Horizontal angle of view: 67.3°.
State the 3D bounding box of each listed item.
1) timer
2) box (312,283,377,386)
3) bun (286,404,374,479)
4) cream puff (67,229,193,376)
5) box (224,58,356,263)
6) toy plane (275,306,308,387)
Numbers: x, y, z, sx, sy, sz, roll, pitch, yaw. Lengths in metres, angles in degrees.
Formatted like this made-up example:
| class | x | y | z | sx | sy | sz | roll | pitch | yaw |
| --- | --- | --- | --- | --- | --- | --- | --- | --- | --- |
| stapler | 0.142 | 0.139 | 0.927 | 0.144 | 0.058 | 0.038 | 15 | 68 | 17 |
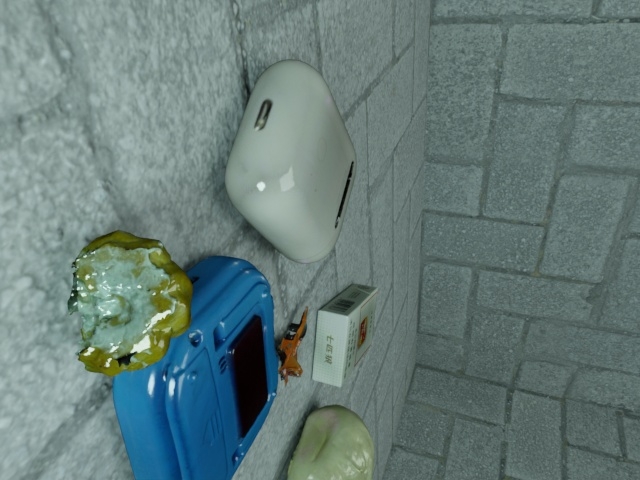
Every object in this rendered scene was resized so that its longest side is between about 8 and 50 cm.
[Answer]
| class | x | y | z | sx | sy | sz | roll | pitch | yaw |
| --- | --- | --- | --- | --- | --- | --- | --- | --- | --- |
| timer | -0.163 | 0.209 | 0.732 | 0.309 | 0.115 | 0.339 | -53 | 146 | -58 |
| box | 0.082 | 0.270 | 1.454 | 0.330 | 0.095 | 0.209 | -24 | 121 | -69 |
| bun | 0.040 | 0.640 | 1.320 | 0.361 | 0.213 | 0.360 | 8 | 90 | -73 |
| cream puff | -0.204 | 0.065 | 0.525 | 0.156 | 0.121 | 0.156 | 171 | -90 | -69 |
| box | -0.038 | -0.127 | 0.881 | 0.349 | 0.141 | 0.288 | 53 | 48 | -63 |
| toy plane | -0.065 | 0.234 | 1.102 | 0.135 | 0.062 | 0.188 | 73 | 19 | -50 |
